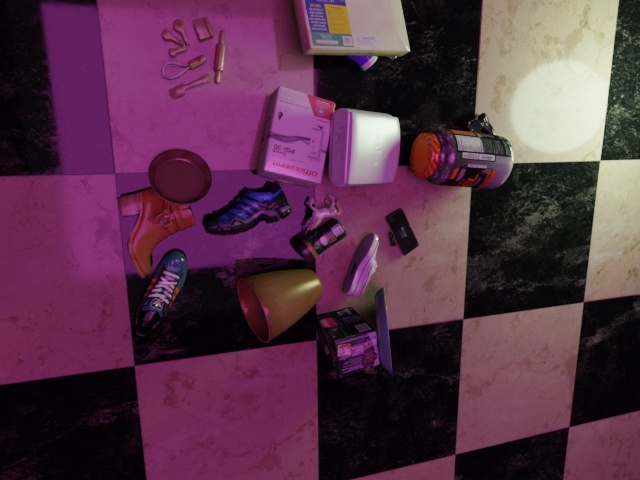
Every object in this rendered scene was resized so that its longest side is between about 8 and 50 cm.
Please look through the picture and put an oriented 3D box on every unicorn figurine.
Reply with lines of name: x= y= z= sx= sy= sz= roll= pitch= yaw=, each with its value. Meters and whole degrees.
unicorn figurine: x=0.001 y=-0.101 z=1.635 sx=0.161 sy=0.060 sz=0.111 roll=-16 pitch=73 yaw=5

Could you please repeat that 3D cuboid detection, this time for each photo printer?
photo printer: x=0.167 y=-0.317 z=1.579 sx=0.307 sy=0.107 sz=0.256 roll=-9 pitch=106 yaw=-45

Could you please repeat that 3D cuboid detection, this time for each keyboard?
keyboard: x=0.311 y=-0.026 z=1.783 sx=0.108 sy=0.023 sz=0.180 roll=-34 pitch=108 yaw=-15

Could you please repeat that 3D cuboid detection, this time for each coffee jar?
coffee jar: x=0.000 y=0.000 z=1.649 sx=0.184 sy=0.096 sz=0.079 roll=-35 pitch=107 yaw=-7

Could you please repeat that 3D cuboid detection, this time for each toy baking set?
toy baking set: x=-0.403 y=-0.578 z=1.438 sx=0.196 sy=0.030 sz=0.256 roll=2 pitch=100 yaw=-15

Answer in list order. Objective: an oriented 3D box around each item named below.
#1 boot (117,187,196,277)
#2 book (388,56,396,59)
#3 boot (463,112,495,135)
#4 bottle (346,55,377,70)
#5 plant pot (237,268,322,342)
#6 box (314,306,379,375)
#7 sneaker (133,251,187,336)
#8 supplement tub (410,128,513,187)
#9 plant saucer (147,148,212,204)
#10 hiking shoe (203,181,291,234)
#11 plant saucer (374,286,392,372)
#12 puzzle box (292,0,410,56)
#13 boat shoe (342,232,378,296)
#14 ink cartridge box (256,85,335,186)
boot: x=-0.520 y=-0.031 z=1.484 sx=0.220 sy=0.109 sz=0.284 roll=-11 pitch=97 yaw=-19
book: x=0.225 y=-0.725 z=1.606 sx=0.144 sy=0.035 sz=0.096 roll=26 pitch=89 yaw=-19
boot: x=0.624 y=-0.434 z=1.785 sx=0.099 sy=0.045 sz=0.121 roll=-32 pitch=102 yaw=-11
bottle: x=0.080 y=-0.705 z=1.527 sx=0.283 sy=0.092 sz=0.118 roll=45 pitch=78 yaw=-20
plant pot: x=-0.129 y=0.198 z=1.600 sx=0.254 sy=0.237 sz=0.237 roll=-22 pitch=108 yaw=-28
box: x=0.096 y=0.366 z=1.674 sx=0.163 sy=0.247 sz=0.142 roll=-11 pitch=106 yaw=-15
sneaker: x=-0.528 y=0.185 z=1.505 sx=0.108 sy=0.121 sz=0.302 roll=25 pitch=93 yaw=-21
supplement tub: x=0.522 y=-0.304 z=1.693 sx=0.338 sy=0.207 sz=0.207 roll=2 pitch=101 yaw=-17
plant saucer: x=-0.452 y=-0.200 z=1.460 sx=0.198 sy=0.036 sz=0.199 roll=8 pitch=68 yaw=-21
hiking shoe: x=-0.257 y=-0.105 z=1.555 sx=0.304 sy=0.113 sz=0.132 roll=-17 pitch=84 yaw=-15
plant saucer: x=0.234 y=0.333 z=1.695 sx=0.043 sy=0.317 sz=0.318 roll=-6 pitch=104 yaw=8
puzzle box: x=0.099 y=-0.736 z=1.454 sx=0.408 sy=0.052 sz=0.272 roll=-12 pitch=93 yaw=-31
boat shoe: x=0.171 y=0.096 z=1.734 sx=0.084 sy=0.095 sz=0.258 roll=19 pitch=106 yaw=-24
ink cartridge box: x=-0.082 y=-0.338 z=1.518 sx=0.207 sy=0.117 sz=0.283 roll=11 pitch=87 yaw=-20
